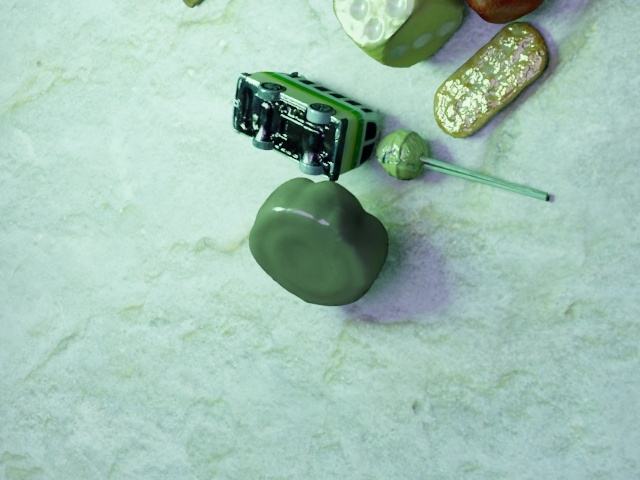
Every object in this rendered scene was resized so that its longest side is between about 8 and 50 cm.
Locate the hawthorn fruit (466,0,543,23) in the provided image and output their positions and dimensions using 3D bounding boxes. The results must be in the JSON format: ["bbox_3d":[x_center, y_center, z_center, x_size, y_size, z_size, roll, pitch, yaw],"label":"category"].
[{"bbox_3d":[0.324,-0.450,1.679,0.194,0.157,0.157,-13,84,19],"label":"hawthorn fruit"}]

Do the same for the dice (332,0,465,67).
[{"bbox_3d":[0.140,-0.422,1.796,0.166,0.169,0.169,-46,66,30],"label":"dice"}]

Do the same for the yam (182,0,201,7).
[{"bbox_3d":[-0.176,-0.598,2.110,0.327,0.045,0.045,-32,95,33],"label":"yam"}]

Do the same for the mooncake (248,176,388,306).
[{"bbox_3d":[0.000,0.000,1.889,0.275,0.135,0.275,23,144,18],"label":"mooncake"}]

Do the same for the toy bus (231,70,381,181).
[{"bbox_3d":[-0.027,-0.231,1.937,0.276,0.164,0.134,31,124,33],"label":"toy bus"}]

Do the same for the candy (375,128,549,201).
[{"bbox_3d":[0.249,-0.121,1.796,0.335,0.092,0.093,21,92,27],"label":"candy"}]

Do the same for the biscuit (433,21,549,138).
[{"bbox_3d":[0.294,-0.281,1.774,0.247,0.029,0.118,-42,67,31],"label":"biscuit"}]
